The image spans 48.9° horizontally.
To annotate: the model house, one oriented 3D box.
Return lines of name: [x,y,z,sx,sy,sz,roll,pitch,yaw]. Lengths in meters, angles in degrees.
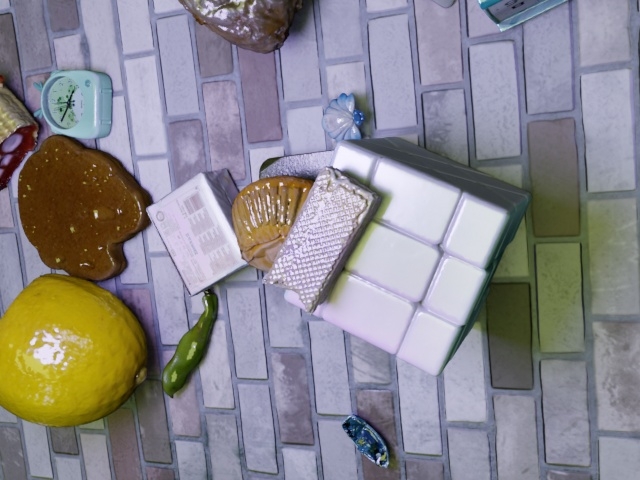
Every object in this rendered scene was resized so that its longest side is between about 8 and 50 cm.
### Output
model house: [-0.822,-0.274,1.735,0.196,0.160,0.254,46,111,9]

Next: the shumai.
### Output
shumai: [-0.134,-0.552,1.349,0.283,0.217,0.346,-31,88,39]

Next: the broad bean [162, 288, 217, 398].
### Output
broad bean: [-0.313,0.237,1.681,0.098,0.056,0.318,21,101,24]

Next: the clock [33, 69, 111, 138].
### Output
clock: [-0.601,-0.332,1.686,0.211,0.066,0.159,11,103,20]

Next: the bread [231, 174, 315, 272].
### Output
bread: [-0.070,-0.035,1.442,0.240,0.240,0.139,-8,52,23]

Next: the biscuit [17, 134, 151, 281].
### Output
biscuit: [-0.579,-0.075,1.721,0.381,0.074,0.359,6,103,18]

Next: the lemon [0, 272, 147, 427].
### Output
lemon: [-0.572,0.273,1.643,0.364,0.364,0.364,4,101,21]

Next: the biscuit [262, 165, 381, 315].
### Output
biscuit: [0.000,0.000,1.165,0.108,0.062,0.239,34,109,16]

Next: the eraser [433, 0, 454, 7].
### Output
eraser: [0.121,-0.574,1.360,0.352,0.061,0.089,37,111,12]

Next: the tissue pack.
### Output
tissue pack: [-0.252,-0.019,1.571,0.185,0.124,0.225,-29,88,24]

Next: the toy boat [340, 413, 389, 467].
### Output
toy boat: [0.102,0.442,1.546,0.137,0.061,0.060,47,112,7]

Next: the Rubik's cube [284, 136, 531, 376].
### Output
Rubik's cube: [0.170,0.007,1.304,0.318,0.322,0.316,25,109,17]

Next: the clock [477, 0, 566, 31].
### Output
clock: [0.389,-0.474,1.181,0.262,0.231,0.116,-23,86,24]

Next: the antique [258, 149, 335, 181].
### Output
antique: [-0.023,-0.147,1.481,0.221,0.081,0.080,-3,97,22]

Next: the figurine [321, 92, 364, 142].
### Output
figurine: [0.042,-0.246,1.450,0.114,0.079,0.114,37,140,39]
